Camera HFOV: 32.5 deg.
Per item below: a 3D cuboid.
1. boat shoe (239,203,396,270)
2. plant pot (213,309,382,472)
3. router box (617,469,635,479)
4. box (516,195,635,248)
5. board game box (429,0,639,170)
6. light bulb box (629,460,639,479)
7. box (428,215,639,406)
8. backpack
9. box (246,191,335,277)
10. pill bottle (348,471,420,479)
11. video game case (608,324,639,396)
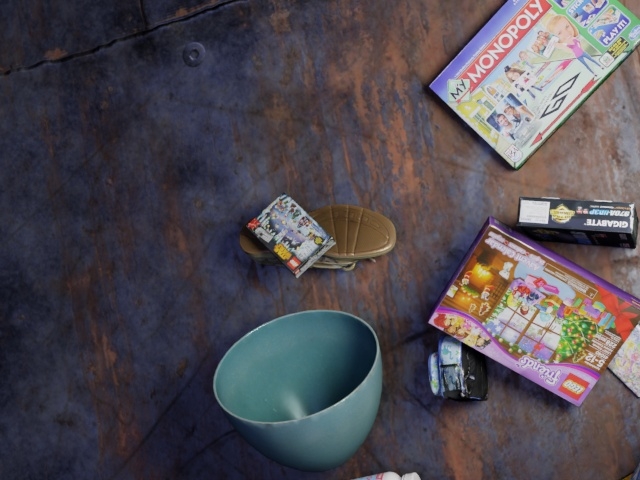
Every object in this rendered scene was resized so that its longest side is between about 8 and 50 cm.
[{"bbox_3d":[0.000,0.000,1.983,0.285,0.089,0.104,1,64,16],"label":"boat shoe"},{"bbox_3d":[-0.018,0.285,1.902,0.290,0.290,0.195,-6,123,18],"label":"plant pot"},{"bbox_3d":[0.516,0.401,1.773,0.179,0.133,0.046,-35,80,14],"label":"router box"},{"bbox_3d":[0.417,-0.028,1.766,0.175,0.220,0.051,5,85,18],"label":"box"},{"bbox_3d":[0.370,-0.307,1.877,0.213,0.046,0.317,45,102,13],"label":"board game box"},{"bbox_3d":[0.640,0.242,1.550,0.225,0.358,0.361,32,135,15],"label":"light bulb box"},{"bbox_3d":[0.353,0.118,1.810,0.293,0.057,0.201,29,110,-2],"label":"box"},{"bbox_3d":[0.234,0.217,1.885,0.084,0.105,0.114,-7,76,29],"label":"backpack"},{"bbox_3d":[-0.053,-0.011,1.934,0.094,0.027,0.137,-43,61,-8],"label":"box"},{"bbox_3d":[0.098,0.457,1.935,0.160,0.087,0.087,-16,84,17],"label":"pill bottle"},{"bbox_3d":[0.517,0.188,1.832,0.122,0.011,0.087,46,112,14],"label":"video game case"}]
